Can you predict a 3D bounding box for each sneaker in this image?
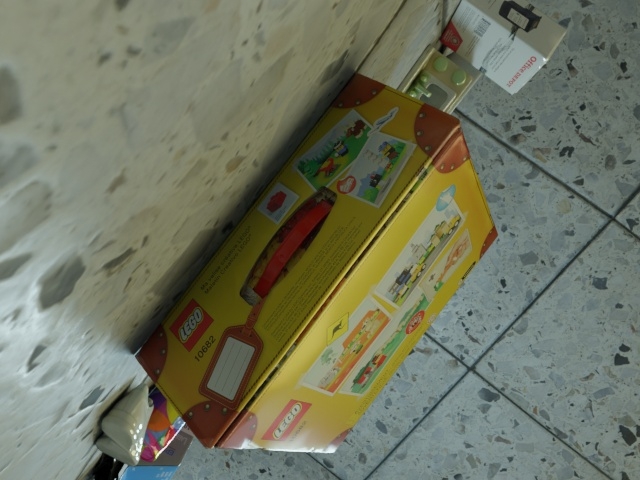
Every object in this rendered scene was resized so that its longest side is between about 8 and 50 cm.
[{"bbox_3d":[-0.460,0.497,1.109,0.170,0.051,0.089,-58,175,14],"label":"sneaker"},{"bbox_3d":[-0.320,0.313,0.879,0.212,0.080,0.094,-57,-174,46],"label":"sneaker"}]

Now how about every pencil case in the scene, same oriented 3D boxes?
[{"bbox_3d":[-0.305,0.328,1.049,0.236,0.104,0.104,-46,173,-47],"label":"pencil case"}]

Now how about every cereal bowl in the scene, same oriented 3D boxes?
[{"bbox_3d":[0.364,-0.451,1.597,0.339,0.141,0.339,-52,176,-5],"label":"cereal bowl"}]

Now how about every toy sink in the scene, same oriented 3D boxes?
[{"bbox_3d":[0.292,-0.390,1.326,0.152,0.131,0.234,-54,176,20],"label":"toy sink"}]

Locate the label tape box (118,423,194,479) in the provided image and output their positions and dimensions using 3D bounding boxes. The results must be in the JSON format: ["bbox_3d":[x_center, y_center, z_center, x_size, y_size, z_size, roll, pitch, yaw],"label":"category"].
[{"bbox_3d":[-0.368,0.484,1.235,0.333,0.106,0.240,-64,-175,-38],"label":"label tape box"}]

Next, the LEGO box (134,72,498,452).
[{"bbox_3d":[0.034,0.072,0.813,0.500,0.193,0.372,-52,147,-3],"label":"LEGO box"}]

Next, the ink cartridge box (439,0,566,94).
[{"bbox_3d":[0.431,-0.490,1.243,0.100,0.237,0.172,-52,177,-13],"label":"ink cartridge box"}]
